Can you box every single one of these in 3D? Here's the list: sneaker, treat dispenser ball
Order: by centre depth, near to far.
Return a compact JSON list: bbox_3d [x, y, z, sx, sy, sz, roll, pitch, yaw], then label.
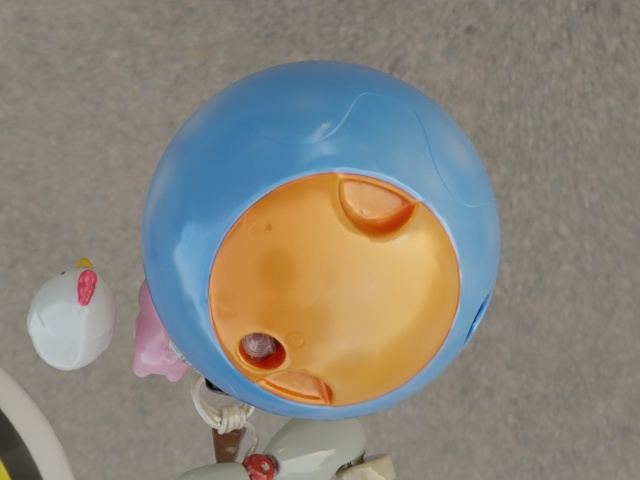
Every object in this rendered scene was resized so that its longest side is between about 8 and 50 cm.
[{"bbox_3d":[0.000,0.000,0.903,0.288,0.288,0.288,3,107,10],"label":"treat dispenser ball"},{"bbox_3d":[-0.116,0.131,1.165,0.098,0.069,0.038,29,97,-4],"label":"sneaker"}]

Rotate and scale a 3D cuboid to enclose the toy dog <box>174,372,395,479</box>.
[{"bbox_3d":[-0.065,0.297,1.526,0.161,0.333,0.220,-31,56,54],"label":"toy dog"}]

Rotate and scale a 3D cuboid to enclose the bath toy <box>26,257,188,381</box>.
[{"bbox_3d":[-0.150,0.083,1.268,0.348,0.151,0.129,8,139,-21],"label":"bath toy"}]

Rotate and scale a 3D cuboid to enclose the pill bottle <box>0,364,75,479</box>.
[{"bbox_3d":[-0.232,0.151,0.340,0.187,0.334,0.188,5,105,19],"label":"pill bottle"}]
